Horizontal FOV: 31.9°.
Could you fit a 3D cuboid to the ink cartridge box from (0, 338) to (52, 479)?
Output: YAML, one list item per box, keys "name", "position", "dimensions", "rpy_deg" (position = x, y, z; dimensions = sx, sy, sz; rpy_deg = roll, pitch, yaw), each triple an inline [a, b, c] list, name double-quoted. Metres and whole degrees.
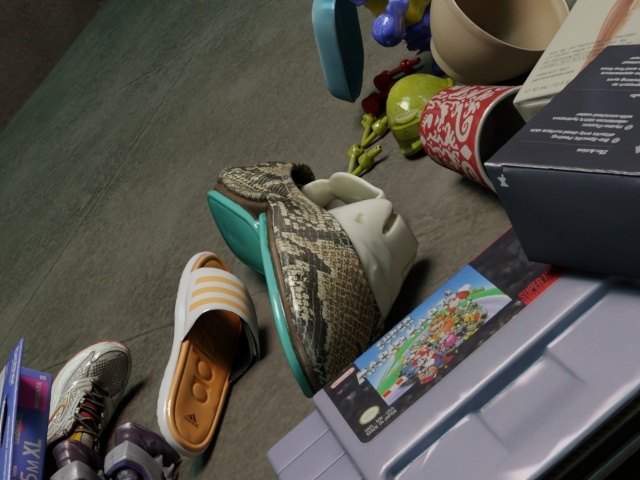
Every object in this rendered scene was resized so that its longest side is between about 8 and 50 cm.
- name: "ink cartridge box"
  position: [-0.358, 0.268, 1.206]
  dimensions: [0.311, 0.065, 0.186]
  rpy_deg: [-53, 30, 38]

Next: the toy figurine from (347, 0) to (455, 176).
- name: "toy figurine"
  position: [0.077, -0.281, 1.432]
  dimensions: [0.191, 0.217, 0.363]
  rpy_deg: [-21, 32, 39]

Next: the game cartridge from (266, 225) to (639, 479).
- name: "game cartridge"
  position: [0.130, 0.099, 0.799]
  dimensions: [0.355, 0.068, 0.230]
  rpy_deg: [-40, 31, -2]

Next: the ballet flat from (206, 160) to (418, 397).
- name: "ballet flat"
  position: [0.000, 0.000, 1.193]
  dimensions: [0.182, 0.164, 0.483]
  rpy_deg: [-23, 22, -6]

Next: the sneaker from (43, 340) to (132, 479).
- name: "sneaker"
  position: [-0.283, 0.223, 1.324]
  dimensions: [0.092, 0.088, 0.225]
  rpy_deg: [-1, 56, 50]

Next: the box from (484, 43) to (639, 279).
- name: "box"
  position: [0.228, -0.057, 0.766]
  dimensions: [0.158, 0.093, 0.156]
  rpy_deg: [-41, 29, -25]

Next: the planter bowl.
- name: "planter bowl"
  position: [0.194, -0.248, 1.305]
  dimensions: [0.109, 0.162, 0.162]
  rpy_deg: [-56, 6, 51]

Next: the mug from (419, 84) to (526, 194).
- name: "mug"
  position: [0.190, -0.104, 1.146]
  dimensions: [0.169, 0.150, 0.113]
  rpy_deg: [-149, 69, -69]

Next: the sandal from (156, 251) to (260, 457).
- name: "sandal"
  position: [-0.106, 0.115, 1.217]
  dimensions: [0.076, 0.102, 0.265]
  rpy_deg: [-27, 37, 28]

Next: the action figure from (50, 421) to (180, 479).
- name: "action figure"
  position: [-0.197, 0.294, 1.059]
  dimensions: [0.185, 0.099, 0.285]
  rpy_deg: [-29, 31, 12]

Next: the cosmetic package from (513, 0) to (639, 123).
- name: "cosmetic package"
  position: [0.315, -0.179, 0.993]
  dimensions: [0.129, 0.153, 0.296]
  rpy_deg: [-5, 45, 52]

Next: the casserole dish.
- name: "casserole dish"
  position: [0.023, -0.266, 1.461]
  dimensions: [0.036, 0.188, 0.114]
  rpy_deg: [1, 49, 14]
